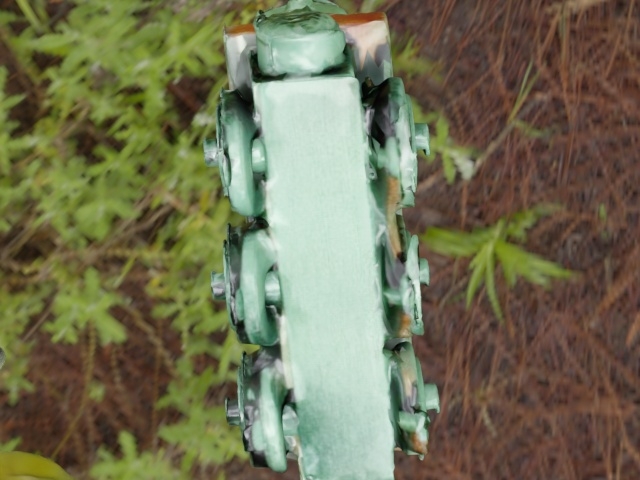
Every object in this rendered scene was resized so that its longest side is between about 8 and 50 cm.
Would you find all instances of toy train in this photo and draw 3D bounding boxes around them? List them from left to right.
[{"bbox_3d":[0.000,0.000,0.580,0.074,0.118,0.175,-6,113,0],"label":"toy train"}]

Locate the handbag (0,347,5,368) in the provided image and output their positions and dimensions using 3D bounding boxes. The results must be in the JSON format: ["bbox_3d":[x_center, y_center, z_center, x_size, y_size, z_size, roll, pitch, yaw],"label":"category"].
[{"bbox_3d":[-0.269,0.063,0.764,0.256,0.079,0.219,0,74,-16],"label":"handbag"}]

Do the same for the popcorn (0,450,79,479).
[{"bbox_3d":[-0.096,0.176,0.514,0.189,0.169,0.218,18,111,38],"label":"popcorn"}]
